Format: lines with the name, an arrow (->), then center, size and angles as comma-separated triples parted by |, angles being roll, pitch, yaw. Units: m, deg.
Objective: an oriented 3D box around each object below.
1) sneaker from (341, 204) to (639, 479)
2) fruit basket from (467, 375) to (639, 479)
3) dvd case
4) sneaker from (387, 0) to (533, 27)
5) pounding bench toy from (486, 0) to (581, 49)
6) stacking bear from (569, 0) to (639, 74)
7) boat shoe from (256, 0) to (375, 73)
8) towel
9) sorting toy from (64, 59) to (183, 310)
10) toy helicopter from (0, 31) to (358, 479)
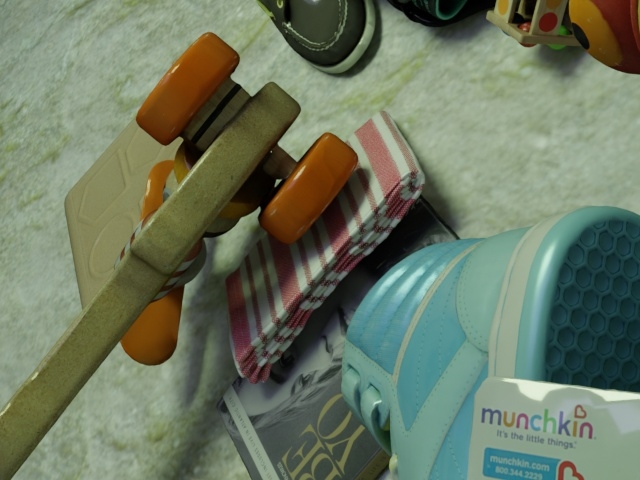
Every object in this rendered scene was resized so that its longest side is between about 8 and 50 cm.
sneaker -> 0.077, 0.142, 0.655 | 0.208, 0.127, 0.319 | -2, 69, 63
fruit basket -> 0.194, 0.221, 0.407 | 0.353, 0.165, 0.327 | 1, 85, 32
dvd case -> 0.023, 0.082, 0.837 | 0.221, 0.018, 0.164 | -51, 36, 11
sneaker -> 0.060, -0.221, 0.927 | 0.267, 0.101, 0.106 | 7, 81, 41
pounding bench toy -> 0.163, -0.163, 0.825 | 0.052, 0.083, 0.065 | -125, 40, -55
stacking bear -> 0.227, -0.119, 0.629 | 0.164, 0.175, 0.289 | -38, 28, -1
boat shoe -> -0.021, -0.220, 1.068 | 0.081, 0.068, 0.228 | -48, 37, 15
towel -> 0.000, 0.000, 0.899 | 0.197, 0.029, 0.144 | -48, 22, 14
sorting toy -> -0.166, -0.042, 1.147 | 0.208, 0.038, 0.193 | -49, 36, 21
toy helicopter -> -0.137, 0.028, 0.905 | 0.355, 0.140, 0.235 | -52, 7, -12
